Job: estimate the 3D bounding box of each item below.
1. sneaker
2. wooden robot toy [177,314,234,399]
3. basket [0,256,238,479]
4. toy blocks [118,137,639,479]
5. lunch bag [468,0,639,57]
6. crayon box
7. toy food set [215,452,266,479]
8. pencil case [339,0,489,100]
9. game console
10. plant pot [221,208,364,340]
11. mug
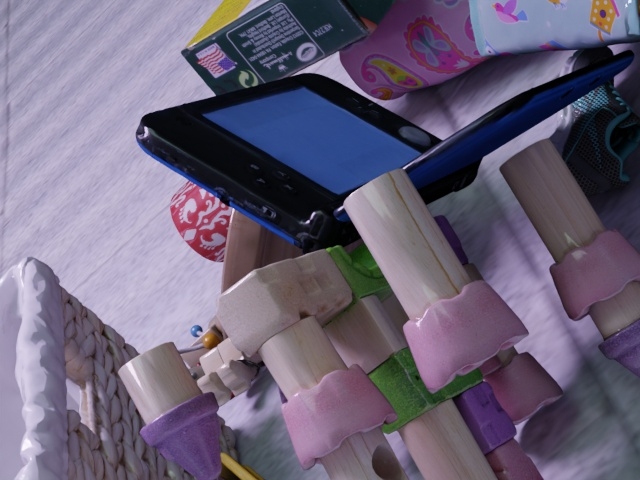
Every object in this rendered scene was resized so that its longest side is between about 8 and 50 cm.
[{"bbox_3d":[0.233,-0.096,1.231,0.076,0.065,0.166,-6,50,32],"label":"sneaker"},{"bbox_3d":[-0.080,0.091,1.386,0.079,0.076,0.173,-48,-1,16],"label":"wooden robot toy"},{"bbox_3d":[-0.251,0.260,1.224,0.331,0.266,0.328,-41,28,11],"label":"basket"},{"bbox_3d":[0.068,0.124,0.993,0.309,0.260,0.289,-36,-10,31],"label":"toy blocks"},{"bbox_3d":[0.273,-0.258,1.236,0.262,0.160,0.223,-24,14,-25],"label":"lunch bag"},{"bbox_3d":[0.015,-0.281,1.501,0.202,0.081,0.318,-22,27,42],"label":"crayon box"},{"bbox_3d":[-0.025,0.229,1.086,0.071,0.128,0.218,-53,26,-8],"label":"toy food set"},{"bbox_3d":[0.148,-0.228,1.455,0.284,0.124,0.124,-20,38,41],"label":"pencil case"},{"bbox_3d":[0.055,-0.107,1.114,0.293,0.250,0.173,-25,-37,-61],"label":"game console"},{"bbox_3d":[0.000,0.000,1.317,0.110,0.237,0.237,10,52,11],"label":"plant pot"},{"bbox_3d":[-0.056,-0.057,1.565,0.169,0.150,0.113,-38,65,27],"label":"mug"}]
